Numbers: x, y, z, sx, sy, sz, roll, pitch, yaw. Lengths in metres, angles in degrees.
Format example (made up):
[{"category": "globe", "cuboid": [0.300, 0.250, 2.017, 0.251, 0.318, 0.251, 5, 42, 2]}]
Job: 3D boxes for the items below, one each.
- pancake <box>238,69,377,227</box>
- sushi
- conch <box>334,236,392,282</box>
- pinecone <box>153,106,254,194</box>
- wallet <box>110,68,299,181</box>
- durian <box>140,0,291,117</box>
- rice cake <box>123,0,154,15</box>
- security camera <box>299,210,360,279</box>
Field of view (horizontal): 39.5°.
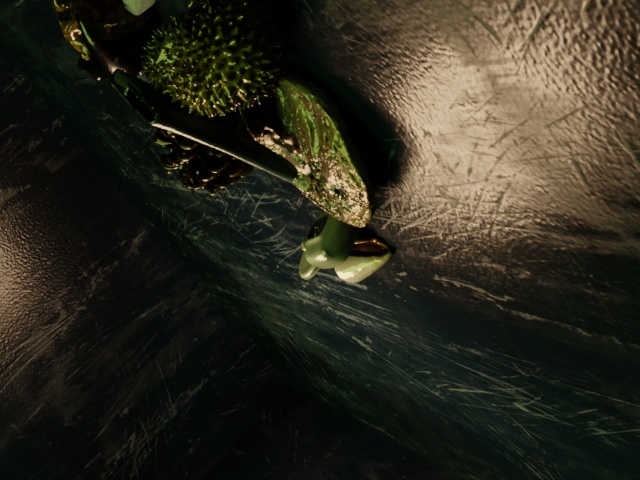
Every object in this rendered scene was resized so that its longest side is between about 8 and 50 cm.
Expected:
[{"category": "pancake", "cuboid": [-0.020, -0.187, 1.776, 0.387, 0.082, 0.387, 45, 163, 17]}, {"category": "sushi", "cuboid": [-0.467, -0.461, 1.951, 0.200, 0.213, 0.204, 13, 131, 24]}, {"category": "conch", "cuboid": [0.090, 0.040, 2.038, 0.176, 0.094, 0.104, 158, 103, -67]}, {"category": "pinecone", "cuboid": [-0.256, -0.243, 1.965, 0.243, 0.243, 0.257, 27, 142, 43]}, {"category": "wallet", "cuboid": [-0.216, -0.214, 1.703, 0.379, 0.046, 0.191, 21, -166, -48]}, {"category": "durian", "cuboid": [-0.182, -0.331, 1.567, 0.258, 0.258, 0.293, 51, 167, -19]}, {"category": "rice cake", "cuboid": [-0.356, -0.522, 1.796, 0.063, 0.069, 0.206, 48, 160, -5]}, {"category": "security camera", "cuboid": [0.000, 0.000, 2.034, 0.080, 0.157, 0.301, 25, 164, -14]}]
